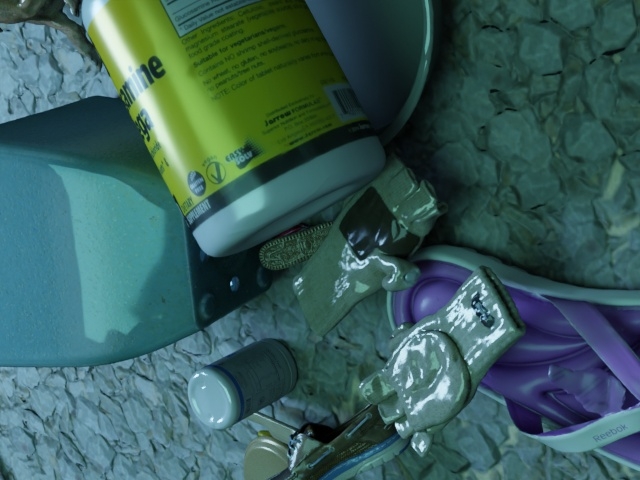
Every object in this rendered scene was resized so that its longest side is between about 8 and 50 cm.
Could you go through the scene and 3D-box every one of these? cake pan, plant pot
[{"bbox_3d":[-0.003,-0.218,1.228,0.293,0.054,0.293,15,114,35],"label":"cake pan"},{"bbox_3d":[-0.193,-0.009,1.348,0.252,0.248,0.247,4,108,30],"label":"plant pot"}]

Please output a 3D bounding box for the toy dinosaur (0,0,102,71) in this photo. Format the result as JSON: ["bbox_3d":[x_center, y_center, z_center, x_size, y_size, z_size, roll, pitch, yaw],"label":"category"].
[{"bbox_3d":[-0.343,-0.269,1.383,0.200,0.296,0.127,2,81,0],"label":"toy dinosaur"}]

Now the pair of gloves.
[{"bbox_3d":[0.078,0.056,1.195,0.240,0.042,0.204,55,129,31],"label":"pair of gloves"}]

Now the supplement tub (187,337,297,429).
[{"bbox_3d":[-0.084,0.154,1.394,0.071,0.107,0.071,14,114,35],"label":"supplement tub"}]

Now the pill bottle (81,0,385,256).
[{"bbox_3d":[-0.096,-0.169,1.160,0.188,0.188,0.334,-32,84,42],"label":"pill bottle"}]

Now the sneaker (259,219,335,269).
[{"bbox_3d":[0.000,0.000,1.320,0.118,0.067,0.042,-11,97,11],"label":"sneaker"}]

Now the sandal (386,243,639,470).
[{"bbox_3d":[0.218,0.119,1.132,0.416,0.102,0.169,14,115,38],"label":"sandal"}]

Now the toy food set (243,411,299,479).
[{"bbox_3d":[-0.035,0.274,1.451,0.132,0.038,0.192,19,122,42],"label":"toy food set"}]

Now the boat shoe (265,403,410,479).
[{"bbox_3d":[-0.001,0.222,1.342,0.183,0.066,0.066,-29,95,7],"label":"boat shoe"}]
